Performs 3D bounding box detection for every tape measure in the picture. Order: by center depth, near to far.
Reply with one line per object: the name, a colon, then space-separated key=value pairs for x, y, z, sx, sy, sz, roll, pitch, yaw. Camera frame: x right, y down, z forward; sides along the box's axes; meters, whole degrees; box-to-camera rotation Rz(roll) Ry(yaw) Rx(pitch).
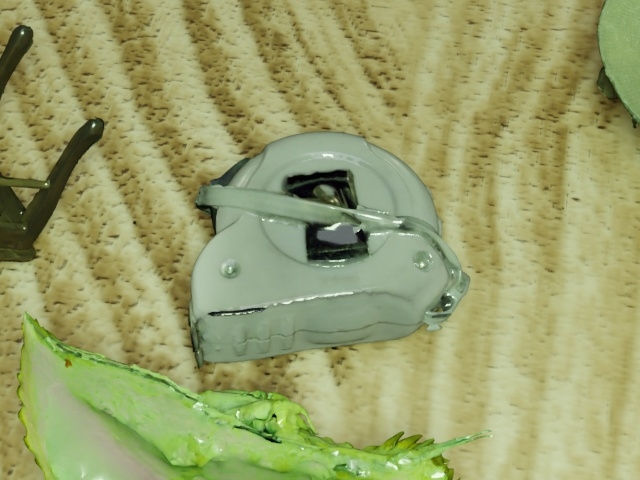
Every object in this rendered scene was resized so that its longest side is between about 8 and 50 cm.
tape measure: x=0.000 y=0.000 z=1.047 sx=0.236 sy=0.120 sz=0.197 roll=-6 pitch=56 yaw=-6

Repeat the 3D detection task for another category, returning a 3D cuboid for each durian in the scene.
durian: x=-0.063 y=0.175 z=0.909 sx=0.355 sy=0.169 sz=0.157 roll=13 pitch=58 yaw=12

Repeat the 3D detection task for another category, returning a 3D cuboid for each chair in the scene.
chair: x=-0.355 y=-0.030 z=1.077 sx=0.186 sy=0.319 sz=0.160 roll=-1 pitch=44 yaw=-53

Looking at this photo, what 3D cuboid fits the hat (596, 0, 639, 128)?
hat: x=0.364 y=-0.133 z=1.103 sx=0.257 sy=0.130 sz=0.257 roll=-1 pitch=57 yaw=2
